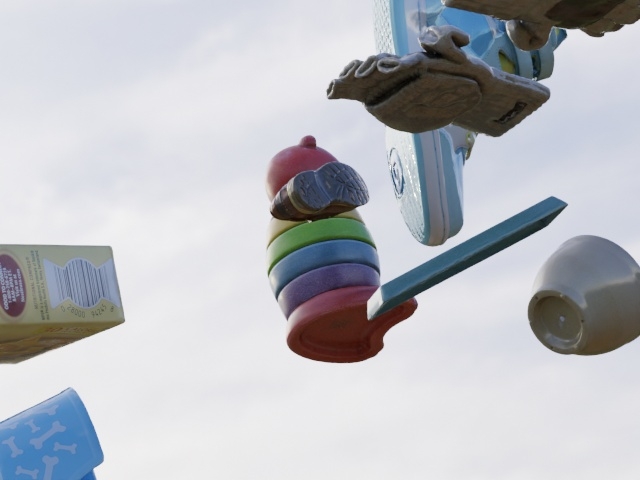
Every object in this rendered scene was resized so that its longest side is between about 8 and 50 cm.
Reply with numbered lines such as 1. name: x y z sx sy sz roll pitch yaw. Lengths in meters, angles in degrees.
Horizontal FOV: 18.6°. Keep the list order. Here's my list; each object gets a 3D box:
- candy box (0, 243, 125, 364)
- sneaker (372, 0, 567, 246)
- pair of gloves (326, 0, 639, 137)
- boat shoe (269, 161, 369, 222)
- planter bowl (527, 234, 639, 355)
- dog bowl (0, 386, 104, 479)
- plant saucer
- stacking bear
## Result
1. candy box: -0.367 0.065 1.868 0.183 0.088 0.316 -22 -16 40
2. sneaker: 0.176 -0.154 2.106 0.208 0.319 0.127 -3 -11 -13
3. pair of gloves: 0.141 -0.163 1.557 0.204 0.042 0.240 1 -30 -38
4. boat shoe: -0.002 -0.056 2.430 0.060 0.064 0.178 -30 -10 31
5. planter bowl: 0.342 0.087 2.580 0.109 0.162 0.162 -32 -2 -43
6. dog bowl: -0.170 0.246 1.342 0.074 0.297 0.166 -13 -31 -17
7. plant saucer: 0.125 0.013 1.688 0.192 0.018 0.067 -26 -10 -17
8. stacking bear: 0.000 0.000 2.641 0.164 0.289 0.175 1 -32 -27
